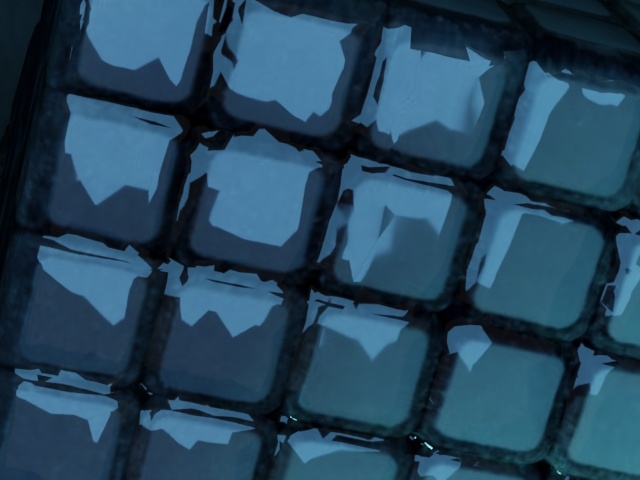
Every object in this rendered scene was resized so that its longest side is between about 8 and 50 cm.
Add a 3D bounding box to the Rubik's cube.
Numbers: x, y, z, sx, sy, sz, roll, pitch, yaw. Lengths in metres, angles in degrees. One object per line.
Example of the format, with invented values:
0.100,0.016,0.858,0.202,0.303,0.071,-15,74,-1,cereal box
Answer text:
0.000,0.000,0.685,0.238,0.237,0.237,13,111,-12,Rubik's cube
